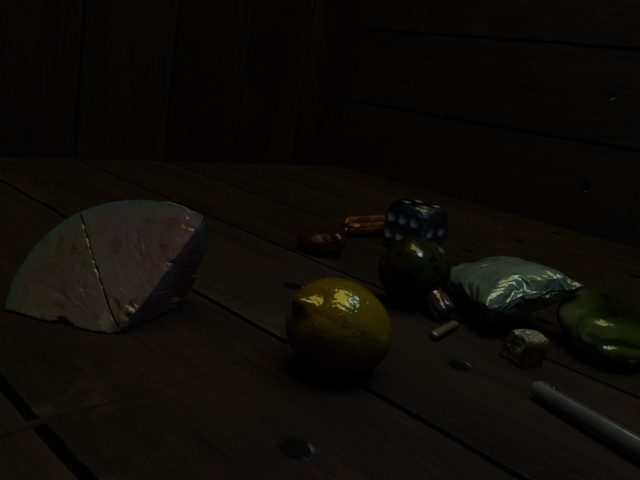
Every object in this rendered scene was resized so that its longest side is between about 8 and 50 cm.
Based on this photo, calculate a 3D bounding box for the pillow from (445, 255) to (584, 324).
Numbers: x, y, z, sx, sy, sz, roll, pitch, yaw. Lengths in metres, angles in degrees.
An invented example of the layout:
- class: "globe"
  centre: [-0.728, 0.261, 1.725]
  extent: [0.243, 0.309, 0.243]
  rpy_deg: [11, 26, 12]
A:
- class: "pillow"
  centre: [0.493, 0.125, 1.518]
  extent: [0.284, 0.138, 0.310]
  rpy_deg: [-12, 11, -11]

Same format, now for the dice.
- class: "dice"
  centre: [0.352, -0.052, 2.100]
  extent: [0.182, 0.181, 0.183]
  rpy_deg: [19, 18, 39]

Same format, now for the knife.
- class: "knife"
  centre: [0.503, 0.330, 1.018]
  extent: [0.073, 0.040, 0.266]
  rpy_deg: [13, 9, -39]

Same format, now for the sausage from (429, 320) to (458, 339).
- class: "sausage"
  centre: [0.298, 0.212, 1.357]
  extent: [0.024, 0.024, 0.132]
  rpy_deg: [20, 18, 34]

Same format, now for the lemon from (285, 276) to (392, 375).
- class: "lemon"
  centre: [0.035, 0.163, 1.066]
  extent: [0.244, 0.187, 0.187]
  rpy_deg: [38, -2, -31]

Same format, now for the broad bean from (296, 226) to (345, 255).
- class: "broad bean"
  centre: [0.000, 0.000, 1.861]
  extent: [0.165, 0.084, 0.114]
  rpy_deg: [6, 19, 10]

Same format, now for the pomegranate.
- class: "pomegranate"
  centre: [0.261, 0.101, 1.486]
  extent: [0.202, 0.202, 0.248]
  rpy_deg: [-3, 47, -40]

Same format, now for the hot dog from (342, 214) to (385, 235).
- class: "hot dog"
  centre: [0.190, -0.054, 2.227]
  extent: [0.250, 0.068, 0.100]
  rpy_deg: [-4, 30, -36]

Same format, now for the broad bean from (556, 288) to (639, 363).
- class: "broad bean"
  centre: [0.707, 0.210, 1.407]
  extent: [0.238, 0.119, 0.291]
  rpy_deg: [23, 26, 30]

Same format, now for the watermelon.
- class: "watermelon"
  centre: [-0.422, 0.069, 1.210]
  extent: [0.292, 0.319, 0.222]
  rpy_deg: [19, -19, 10]

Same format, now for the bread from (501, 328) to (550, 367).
- class: "bread"
  centre: [0.458, 0.238, 1.274]
  extent: [0.083, 0.070, 0.077]
  rpy_deg: [5, 16, -29]
